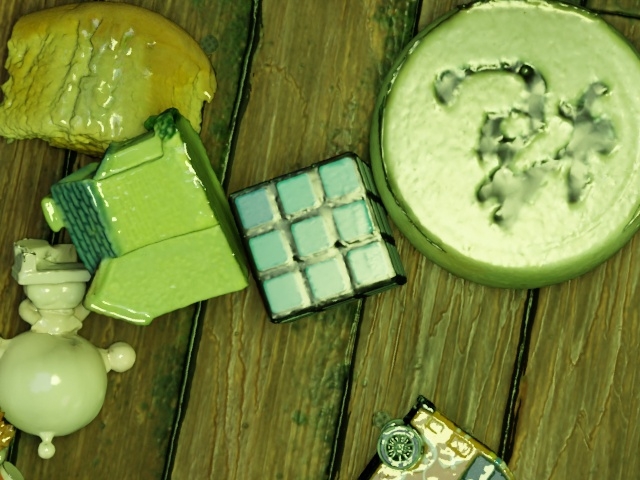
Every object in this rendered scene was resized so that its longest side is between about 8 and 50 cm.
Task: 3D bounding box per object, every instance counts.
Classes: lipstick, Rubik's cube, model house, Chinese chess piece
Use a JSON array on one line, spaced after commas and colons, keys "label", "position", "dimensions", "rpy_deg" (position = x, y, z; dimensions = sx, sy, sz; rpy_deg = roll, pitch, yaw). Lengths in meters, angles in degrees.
[{"label": "lipstick", "position": [-0.428, 0.330, 1.683], "dimensions": [0.130, 0.038, 0.038], "rpy_deg": [-42, 84, 2]}, {"label": "Rubik's cube", "position": [0.000, 0.000, 1.606], "dimensions": [0.162, 0.163, 0.161], "rpy_deg": [-20, 85, 7]}, {"label": "model house", "position": [-0.203, -0.026, 1.541], "dimensions": [0.189, 0.195, 0.214], "rpy_deg": [-24, 108, 1]}, {"label": "Chinese chess piece", "position": [0.232, -0.117, 1.599], "dimensions": [0.349, 0.146, 0.349], "rpy_deg": [0, 87, 5]}]

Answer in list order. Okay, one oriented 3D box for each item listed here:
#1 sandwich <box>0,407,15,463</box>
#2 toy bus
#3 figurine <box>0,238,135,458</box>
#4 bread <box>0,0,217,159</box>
[{"label": "sandwich", "position": [-0.473, 0.243, 1.568], "dimensions": [0.212, 0.109, 0.292], "rpy_deg": [24, 81, 26]}, {"label": "toy bus", "position": [0.093, 0.334, 1.589], "dimensions": [0.167, 0.138, 0.275], "rpy_deg": [37, 88, 4]}, {"label": "figurine", "position": [-0.314, 0.130, 1.644], "dimensions": [0.144, 0.182, 0.257], "rpy_deg": [5, 95, 47]}, {"label": "bread", "position": [-0.254, -0.197, 1.643], "dimensions": [0.262, 0.162, 0.204], "rpy_deg": [10, 76, -8]}]
